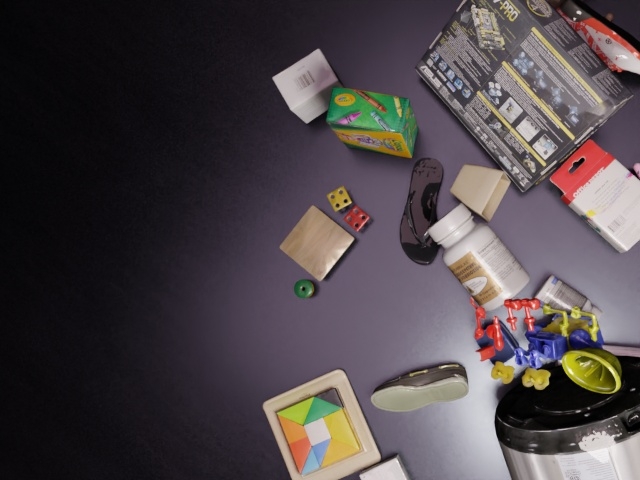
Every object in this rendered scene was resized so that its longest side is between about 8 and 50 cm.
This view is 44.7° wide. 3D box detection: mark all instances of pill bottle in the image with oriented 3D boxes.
[{"bbox_3d":[0.552,0.145,1.740,0.137,0.078,0.078,36,94,12],"label":"pill bottle"},{"bbox_3d":[0.349,0.035,1.748,0.131,0.131,0.229,-39,87,7],"label":"pill bottle"}]

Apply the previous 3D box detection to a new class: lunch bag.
[{"bbox_3d":[0.401,0.229,1.773,0.067,0.065,0.098,-37,81,23],"label":"lunch bag"}]

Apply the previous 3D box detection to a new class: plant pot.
[{"bbox_3d":[0.361,-0.118,1.787,0.096,0.109,0.109,29,92,22],"label":"plant pot"}]

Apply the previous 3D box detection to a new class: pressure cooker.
[{"bbox_3d":[0.568,0.484,1.554,0.376,0.370,0.420,-24,97,-27],"label":"pressure cooker"}]

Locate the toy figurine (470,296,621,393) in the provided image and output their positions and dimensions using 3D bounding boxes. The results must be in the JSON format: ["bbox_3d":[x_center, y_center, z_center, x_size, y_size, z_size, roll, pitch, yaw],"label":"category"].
[{"bbox_3d":[0.510,0.180,1.601,0.217,0.362,0.191,-18,98,-30],"label":"toy figurine"}]

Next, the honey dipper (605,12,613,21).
[{"bbox_3d":[0.653,-0.443,1.785,0.031,0.030,0.160,8,84,12],"label":"honey dipper"}]

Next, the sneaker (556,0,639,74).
[{"bbox_3d":[0.609,-0.412,1.736,0.270,0.090,0.145,31,127,-10],"label":"sneaker"}]

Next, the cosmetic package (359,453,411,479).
[{"bbox_3d":[0.188,0.625,1.792,0.099,0.060,0.239,-27,81,7],"label":"cosmetic package"}]

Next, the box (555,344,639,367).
[{"bbox_3d":[0.686,0.265,1.712,0.324,0.063,0.067,2,85,12],"label":"box"}]

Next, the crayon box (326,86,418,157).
[{"bbox_3d":[0.123,-0.261,1.752,0.165,0.278,0.081,11,87,12],"label":"crayon box"}]

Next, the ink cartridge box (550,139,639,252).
[{"bbox_3d":[0.637,-0.099,1.738,0.134,0.078,0.231,-45,79,5],"label":"ink cartridge box"}]

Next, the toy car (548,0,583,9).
[{"bbox_3d":[0.484,-0.621,1.754,0.219,0.210,0.238,-46,66,17],"label":"toy car"}]

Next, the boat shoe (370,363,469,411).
[{"bbox_3d":[0.229,0.339,1.801,0.228,0.068,0.081,-12,124,15],"label":"boat shoe"}]

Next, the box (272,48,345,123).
[{"bbox_3d":[-0.019,-0.362,1.843,0.130,0.170,0.091,-31,82,8],"label":"box"}]

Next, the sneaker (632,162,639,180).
[{"bbox_3d":[0.822,-0.231,1.692,0.131,0.112,0.319,41,94,8],"label":"sneaker"}]

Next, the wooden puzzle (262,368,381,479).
[{"bbox_3d":[-0.001,0.455,1.850,0.221,0.044,0.238,-26,82,9],"label":"wooden puzzle"}]

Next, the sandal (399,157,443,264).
[{"bbox_3d":[0.235,-0.070,1.830,0.097,0.054,0.254,2,87,12],"label":"sandal"}]

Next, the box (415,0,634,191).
[{"bbox_3d":[0.424,-0.347,1.694,0.097,0.318,0.395,-31,76,-35],"label":"box"}]

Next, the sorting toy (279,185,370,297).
[{"bbox_3d":[0.000,0.000,1.879,0.132,0.046,0.274,39,95,11],"label":"sorting toy"}]
